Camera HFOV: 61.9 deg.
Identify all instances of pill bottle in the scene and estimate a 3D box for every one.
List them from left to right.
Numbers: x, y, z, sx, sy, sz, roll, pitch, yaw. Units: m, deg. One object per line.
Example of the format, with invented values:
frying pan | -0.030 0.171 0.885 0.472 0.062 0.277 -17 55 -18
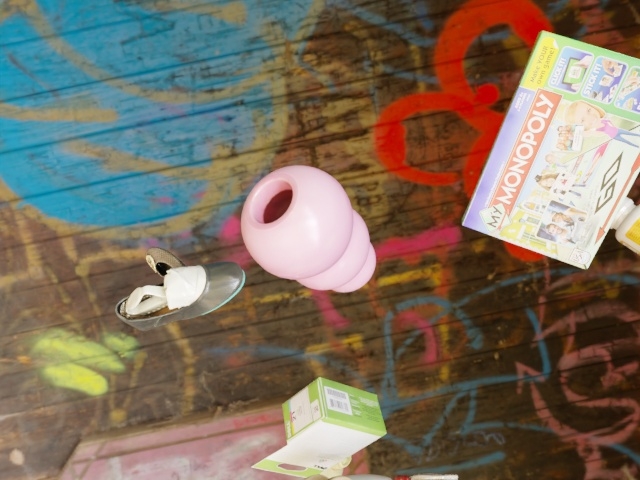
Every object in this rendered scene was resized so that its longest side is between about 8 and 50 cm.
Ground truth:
pill bottle | 0.825 -0.019 1.338 0.208 0.117 0.118 42 -19 28

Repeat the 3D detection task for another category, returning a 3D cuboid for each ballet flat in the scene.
ballet flat | -0.274 0.105 0.996 0.096 0.280 0.095 33 39 -51
ballet flat | -0.325 0.088 1.234 0.249 0.058 0.084 28 -32 23

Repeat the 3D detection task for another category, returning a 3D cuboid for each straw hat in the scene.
straw hat | 0.050 0.591 1.459 0.144 0.061 0.145 41 37 -40

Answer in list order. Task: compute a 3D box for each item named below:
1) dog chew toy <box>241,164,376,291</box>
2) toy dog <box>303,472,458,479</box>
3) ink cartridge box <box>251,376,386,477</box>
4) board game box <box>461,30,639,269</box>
dog chew toy | 0.000 0.000 1.025 0.332 0.206 0.207 38 33 -50
toy dog | 0.116 0.555 1.068 0.220 0.333 0.161 84 5 -68
ink cartridge box | -0.012 0.428 1.194 0.188 0.255 0.097 28 34 -34
board game box | 0.382 -0.135 0.837 0.046 0.213 0.318 -51 159 -67
